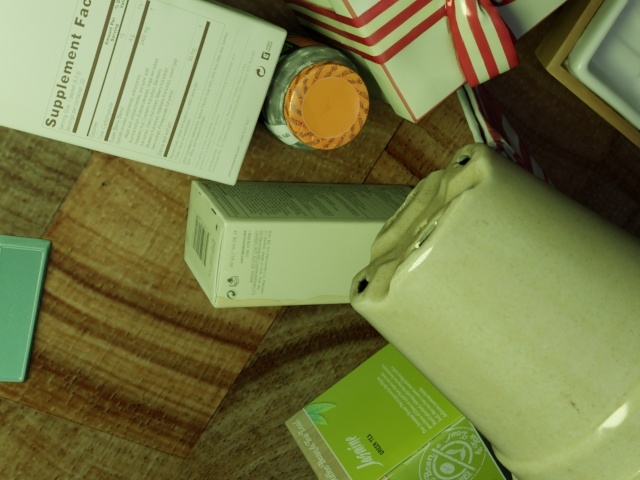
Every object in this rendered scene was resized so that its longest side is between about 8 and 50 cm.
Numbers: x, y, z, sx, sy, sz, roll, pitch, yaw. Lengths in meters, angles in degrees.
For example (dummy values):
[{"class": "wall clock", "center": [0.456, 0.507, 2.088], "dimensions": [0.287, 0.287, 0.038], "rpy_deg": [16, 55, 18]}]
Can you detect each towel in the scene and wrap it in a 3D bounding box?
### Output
[{"class": "towel", "center": [0.279, -0.081, 1.111], "dimensions": [0.037, 0.237, 0.329], "rpy_deg": [-32, 123, 19]}]

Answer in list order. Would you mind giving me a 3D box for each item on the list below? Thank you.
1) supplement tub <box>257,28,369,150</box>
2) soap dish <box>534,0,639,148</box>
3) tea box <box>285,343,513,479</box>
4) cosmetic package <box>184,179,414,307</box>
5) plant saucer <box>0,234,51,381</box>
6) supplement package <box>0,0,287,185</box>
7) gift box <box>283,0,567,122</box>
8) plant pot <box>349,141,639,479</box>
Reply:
[{"class": "supplement tub", "center": [-0.025, -0.171, 0.960], "dimensions": [0.117, 0.190, 0.116], "rpy_deg": [-9, 114, -19]}, {"class": "soap dish", "center": [0.445, -0.302, 1.152], "dimensions": [0.229, 0.118, 0.290], "rpy_deg": [29, 98, -30]}, {"class": "tea box", "center": [0.184, 0.327, 1.242], "dimensions": [0.324, 0.220, 0.329], "rpy_deg": [-36, 120, -5]}, {"class": "cosmetic package", "center": [0.000, 0.000, 1.063], "dimensions": [0.310, 0.160, 0.113], "rpy_deg": [1, 111, -23]}, {"class": "plant saucer", "center": [-0.373, 0.087, 1.019], "dimensions": [0.067, 0.018, 0.191], "rpy_deg": [7, 107, -26]}, {"class": "supplement package", "center": [-0.218, -0.193, 0.875], "dimensions": [0.293, 0.177, 0.175], "rpy_deg": [14, 105, -27]}, {"class": "gift box", "center": [0.104, -0.318, 0.916], "dimensions": [0.276, 0.258, 0.255], "rpy_deg": [-43, 122, -1]}, {"class": "plant pot", "center": [0.214, 0.068, 0.910], "dimensions": [0.305, 0.334, 0.333], "rpy_deg": [38, 93, -9]}]
